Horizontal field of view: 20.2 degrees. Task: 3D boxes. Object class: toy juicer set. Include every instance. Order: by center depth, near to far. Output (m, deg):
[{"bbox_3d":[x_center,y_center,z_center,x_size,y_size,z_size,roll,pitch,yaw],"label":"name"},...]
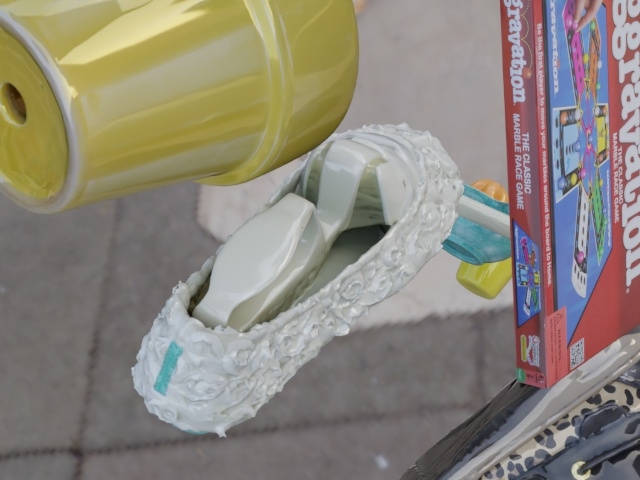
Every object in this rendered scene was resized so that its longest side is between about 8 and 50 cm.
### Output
[{"bbox_3d":[0.138,-0.044,1.966,0.209,0.329,0.089,30,79,7],"label":"toy juicer set"}]

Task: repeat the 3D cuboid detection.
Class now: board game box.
[{"bbox_3d":[0.163,-0.065,1.104,0.027,0.281,0.145,11,25,37],"label":"board game box"}]

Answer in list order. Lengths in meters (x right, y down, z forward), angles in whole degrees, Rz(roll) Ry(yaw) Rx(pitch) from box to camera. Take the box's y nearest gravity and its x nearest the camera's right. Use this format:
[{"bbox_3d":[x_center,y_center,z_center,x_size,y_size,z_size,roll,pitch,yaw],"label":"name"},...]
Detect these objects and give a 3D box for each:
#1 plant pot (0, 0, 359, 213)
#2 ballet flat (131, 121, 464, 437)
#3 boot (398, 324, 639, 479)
[{"bbox_3d":[-0.141,-0.140,1.346,0.239,0.254,0.254,-29,38,-36],"label":"plant pot"},{"bbox_3d":[0.000,0.000,1.472,0.147,0.147,0.409,9,40,34],"label":"ballet flat"},{"bbox_3d":[0.219,0.272,1.580,0.377,0.284,0.138,-42,4,7],"label":"boot"}]
